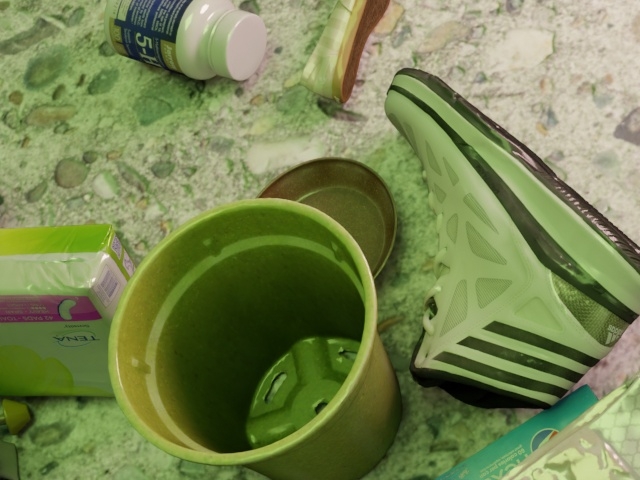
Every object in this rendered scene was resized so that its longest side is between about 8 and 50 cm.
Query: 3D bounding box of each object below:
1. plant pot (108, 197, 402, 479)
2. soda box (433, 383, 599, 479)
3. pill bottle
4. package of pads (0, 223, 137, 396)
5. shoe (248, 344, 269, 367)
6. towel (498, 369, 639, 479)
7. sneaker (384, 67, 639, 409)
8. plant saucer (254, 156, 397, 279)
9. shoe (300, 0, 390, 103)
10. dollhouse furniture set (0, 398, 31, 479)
[{"bbox_3d":[-0.037,0.136,1.558,0.276,0.254,0.276,-9,61,17],"label":"plant pot"},{"bbox_3d":[0.201,0.235,1.521,0.210,0.067,0.071,-33,59,3],"label":"soda box"},{"bbox_3d":[-0.165,-0.261,1.894,0.186,0.112,0.112,20,73,30],"label":"pill bottle"},{"bbox_3d":[-0.329,0.086,1.712,0.296,0.229,0.101,-1,54,20],"label":"package of pads"},{"bbox_3d":[-0.138,0.093,1.732,0.178,0.063,0.081,34,75,27],"label":"shoe"},{"bbox_3d":[0.304,0.320,1.404,0.317,0.053,0.332,-41,70,-1],"label":"towel"},{"bbox_3d":[0.139,0.007,1.605,0.257,0.169,0.447,-50,43,10],"label":"sneaker"},{"bbox_3d":[0.000,0.000,1.736,0.198,0.036,0.199,-11,62,20],"label":"plant saucer"},{"bbox_3d":[0.035,-0.271,1.839,0.058,0.076,0.219,13,72,22],"label":"shoe"},{"bbox_3d":[-0.323,0.245,1.614,0.198,0.286,0.303,-14,57,-1],"label":"dollhouse furniture set"}]
